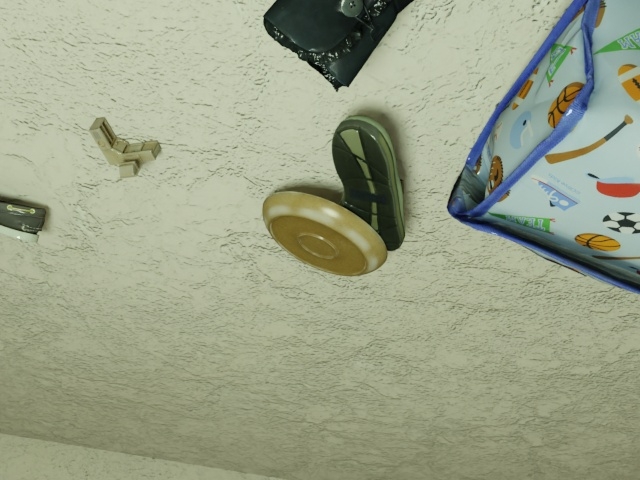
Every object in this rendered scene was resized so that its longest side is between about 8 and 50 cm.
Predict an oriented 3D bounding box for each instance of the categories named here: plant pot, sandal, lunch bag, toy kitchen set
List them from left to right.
[{"bbox_3d":[-0.315,-0.149,0.888,0.083,0.068,0.075,-4,137,13],"label":"toy kitchen set"},{"bbox_3d":[0.000,0.000,0.967,0.236,0.032,0.236,21,154,10],"label":"plant pot"},{"bbox_3d":[0.088,-0.082,0.877,0.120,0.086,0.303,19,147,17],"label":"sandal"},{"bbox_3d":[0.373,-0.073,0.716,0.328,0.239,0.385,21,158,-1],"label":"lunch bag"}]

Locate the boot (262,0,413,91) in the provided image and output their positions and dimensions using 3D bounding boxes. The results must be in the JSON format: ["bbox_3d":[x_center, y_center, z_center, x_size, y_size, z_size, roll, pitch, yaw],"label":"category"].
[{"bbox_3d":[0.008,-0.304,0.591,0.207,0.094,0.246,-45,126,11],"label":"boot"}]

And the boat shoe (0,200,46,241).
[{"bbox_3d":[-0.628,-0.065,1.036,0.228,0.068,0.081,20,177,-8],"label":"boat shoe"}]
